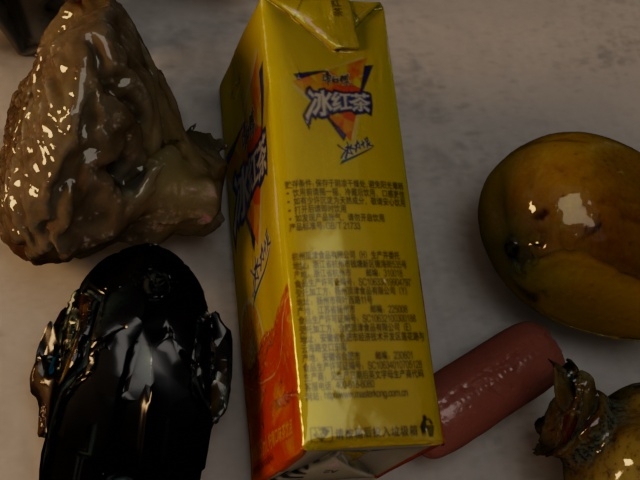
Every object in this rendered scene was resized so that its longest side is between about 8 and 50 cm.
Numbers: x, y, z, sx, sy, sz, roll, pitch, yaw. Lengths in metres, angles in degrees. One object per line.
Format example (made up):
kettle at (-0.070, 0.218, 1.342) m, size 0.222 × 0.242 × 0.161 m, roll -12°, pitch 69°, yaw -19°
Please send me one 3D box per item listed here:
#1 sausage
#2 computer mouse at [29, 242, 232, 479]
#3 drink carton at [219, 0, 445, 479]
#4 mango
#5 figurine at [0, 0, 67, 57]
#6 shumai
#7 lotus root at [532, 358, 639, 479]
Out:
sausage at (0.131, 0.121, 0.942) m, size 0.154 × 0.062 × 0.062 m, roll -28°, pitch 80°, yaw -26°
computer mouse at (-0.137, 0.118, 0.825) m, size 0.147 × 0.077 × 0.241 m, roll 7°, pitch 84°, yaw -7°
drink carton at (0.000, 0.000, 0.894) m, size 0.111 × 0.154 × 0.351 m, roll 1°, pitch 69°, yaw -18°
mango at (0.259, 0.001, 0.998) m, size 0.262 × 0.130 × 0.167 m, roll 25°, pitch 58°, yaw -14°
figurine at (-0.275, -0.299, 0.931) m, size 0.308 × 0.143 × 0.308 m, roll 29°, pitch 52°, yaw -45°
shumai at (-0.147, -0.073, 0.881) m, size 0.176 × 0.166 × 0.205 m, roll 13°, pitch 92°, yaw -24°
lotus root at (0.270, 0.191, 0.919) m, size 0.278 × 0.154 × 0.154 m, roll 31°, pitch 63°, yaw -6°
